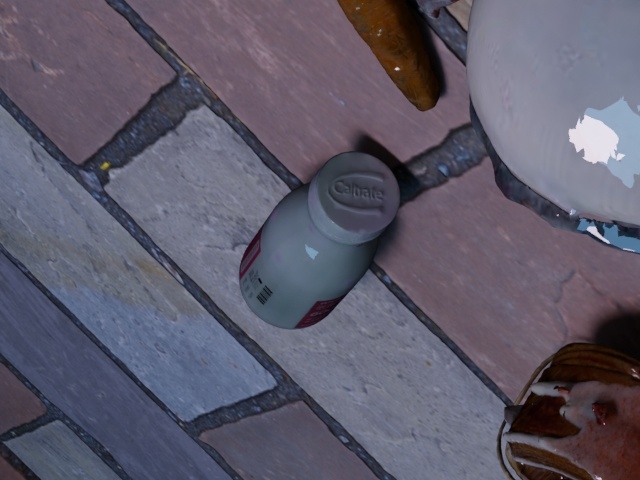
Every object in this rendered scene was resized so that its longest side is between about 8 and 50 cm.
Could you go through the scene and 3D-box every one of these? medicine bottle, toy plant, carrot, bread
[{"bbox_3d":[0.000,0.000,1.465,0.090,0.090,0.216,41,155,1],"label":"medicine bottle"},{"bbox_3d":[0.165,-0.181,0.799,0.247,0.247,0.332,26,147,30],"label":"toy plant"},{"bbox_3d":[0.039,-0.154,1.224,0.047,0.047,0.191,14,149,45],"label":"carrot"},{"bbox_3d":[0.240,0.157,1.336,0.224,0.142,0.212,31,167,22],"label":"bread"}]

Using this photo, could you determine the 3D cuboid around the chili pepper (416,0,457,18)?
[{"bbox_3d":[0.083,-0.173,1.128,0.050,0.041,0.153,60,173,7],"label":"chili pepper"}]
